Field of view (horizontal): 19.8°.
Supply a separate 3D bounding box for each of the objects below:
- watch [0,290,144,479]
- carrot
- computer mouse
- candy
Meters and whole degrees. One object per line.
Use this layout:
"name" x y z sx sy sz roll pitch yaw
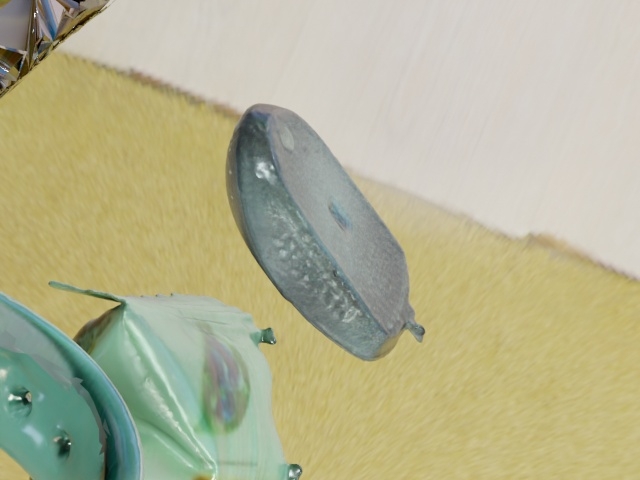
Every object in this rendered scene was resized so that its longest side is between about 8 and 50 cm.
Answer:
"watch" -0.165 0.053 0.486 0.237 0.195 0.068 17 120 -11
"carrot" -0.163 -0.106 0.922 0.069 0.069 0.229 34 52 4
"computer mouse" -0.006 0.000 1.301 0.068 0.113 0.229 -19 122 29
"candy" -0.162 0.232 1.482 0.172 0.263 0.398 17 88 28
